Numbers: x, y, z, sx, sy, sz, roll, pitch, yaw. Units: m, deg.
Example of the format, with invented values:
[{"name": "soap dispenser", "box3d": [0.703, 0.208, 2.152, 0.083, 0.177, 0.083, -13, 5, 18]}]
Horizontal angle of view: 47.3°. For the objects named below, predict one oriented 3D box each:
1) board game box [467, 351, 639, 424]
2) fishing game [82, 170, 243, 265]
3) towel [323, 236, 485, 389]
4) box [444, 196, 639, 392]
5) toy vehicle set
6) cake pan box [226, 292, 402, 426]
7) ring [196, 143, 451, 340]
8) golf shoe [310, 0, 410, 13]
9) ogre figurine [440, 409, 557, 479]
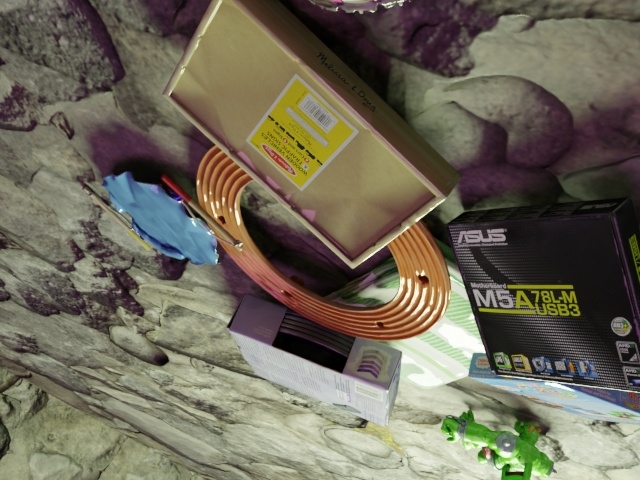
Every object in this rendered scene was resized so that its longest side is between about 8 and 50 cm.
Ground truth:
[{"name": "board game box", "box3d": [0.315, 0.185, 0.900, 0.211, 0.039, 0.160, 21, 165, -22]}, {"name": "fishing game", "box3d": [-0.206, -0.032, 0.976, 0.189, 0.041, 0.264, 46, 153, -25]}, {"name": "towel", "box3d": [0.143, 0.116, 0.983, 0.247, 0.038, 0.325, 31, 148, -14]}, {"name": "box", "box3d": [0.233, 0.055, 0.728, 0.190, 0.045, 0.184, -2, 115, 49]}, {"name": "toy vehicle set", "box3d": [-0.016, -0.102, 0.692, 0.267, 0.035, 0.166, 43, 142, -6]}, {"name": "cake pan box", "box3d": [-0.002, 0.187, 1.107, 0.245, 0.070, 0.267, 17, 158, 13]}, {"name": "ring", "box3d": [0.000, 0.000, 0.866, 0.336, 0.032, 0.337, 24, 146, 18]}, {"name": "golf shoe", "box3d": [-0.003, -0.222, 0.539, 0.186, 0.068, 0.086, 13, 146, 17]}, {"name": "ogre figurine", "box3d": [0.292, 0.333, 1.158, 0.118, 0.097, 0.197, -1, 131, 52]}]
